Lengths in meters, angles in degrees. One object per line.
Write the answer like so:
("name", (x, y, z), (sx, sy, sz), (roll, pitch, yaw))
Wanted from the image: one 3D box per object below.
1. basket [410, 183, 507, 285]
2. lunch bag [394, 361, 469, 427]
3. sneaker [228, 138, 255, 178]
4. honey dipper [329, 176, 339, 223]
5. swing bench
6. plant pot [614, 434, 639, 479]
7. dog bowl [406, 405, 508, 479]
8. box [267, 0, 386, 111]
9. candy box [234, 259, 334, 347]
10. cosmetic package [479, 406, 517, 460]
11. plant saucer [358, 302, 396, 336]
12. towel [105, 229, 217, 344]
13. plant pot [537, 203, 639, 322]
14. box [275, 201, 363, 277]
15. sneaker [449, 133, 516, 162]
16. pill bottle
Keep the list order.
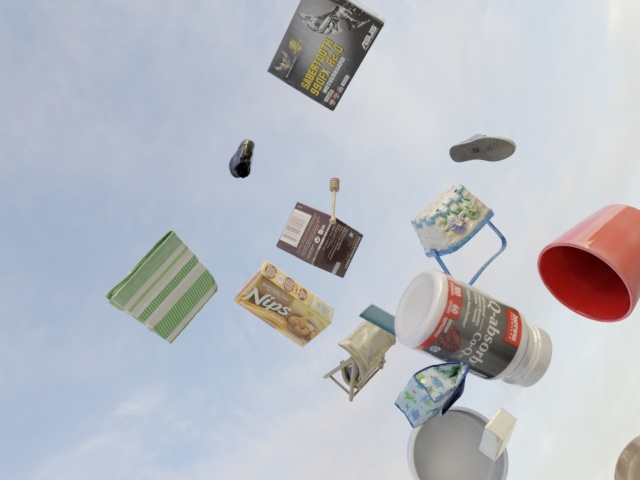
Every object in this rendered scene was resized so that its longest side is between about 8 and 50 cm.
("basket", (0.454, -0.013, 1.709), (0.255, 0.201, 0.289), (-44, -76, -20))
("lunch bag", (0.266, 0.347, 1.206), (0.151, 0.096, 0.129), (-17, -36, -36))
("sneaker", (-0.199, -0.187, 1.309), (0.051, 0.170, 0.089), (16, -126, -16))
("honey dipper", (0.038, -0.111, 1.491), (0.030, 0.030, 0.161), (50, -145, -46))
("swing bench", (0.171, 0.466, 2.119), (0.253, 0.165, 0.255), (-34, -26, -44))
("plant pot", (0.701, 0.487, 0.955), (0.280, 0.323, 0.323), (37, -107, -23))
("dog bowl", (0.374, 0.598, 1.451), (0.265, 0.265, 0.104), (-59, -11, -16))
("box", (0.011, -0.436, 1.175), (0.231, 0.183, 0.056), (-55, 9, 34))
("candy box", (-0.129, 0.233, 1.885), (0.316, 0.183, 0.087), (37, -147, -12))
("cosmetic package", (0.365, 0.401, 1.079), (0.060, 0.041, 0.115), (-40, -36, -25))
("plant saucer", (0.213, 0.252, 1.612), (0.192, 0.067, 0.018), (31, -144, -17))
("towel", (-0.432, 0.144, 1.496), (0.248, 0.038, 0.325), (-50, -32, -16))
("plant pot", (0.778, 0.045, 1.429), (0.243, 0.275, 0.275), (-40, -48, -21))
("box", (0.000, 0.000, 1.704), (0.203, 0.167, 0.168), (27, -93, -54))
("sneaker", (0.529, -0.306, 1.655), (0.118, 0.222, 0.083), (-35, -64, -34))
("pill bottle", (0.392, 0.233, 1.342), (0.363, 0.210, 0.210), (25, -96, -14))
